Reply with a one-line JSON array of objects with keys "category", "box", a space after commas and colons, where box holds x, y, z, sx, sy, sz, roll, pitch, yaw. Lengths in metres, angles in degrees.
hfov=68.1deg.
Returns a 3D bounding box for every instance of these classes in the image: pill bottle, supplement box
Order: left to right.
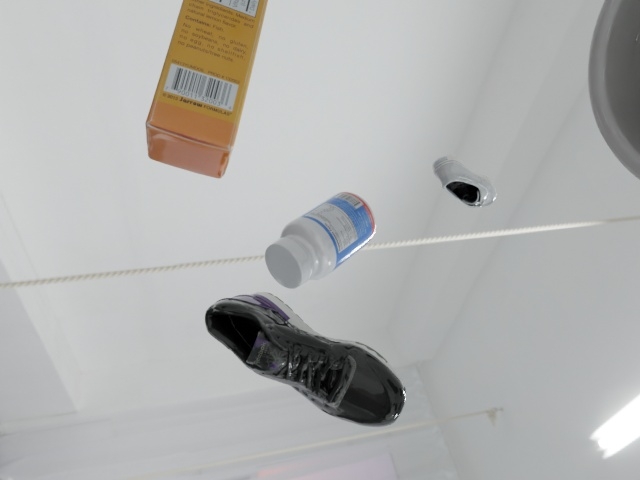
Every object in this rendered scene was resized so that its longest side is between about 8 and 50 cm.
[{"category": "supplement box", "box": [-0.099, -0.185, 0.455, 0.078, 0.080, 0.234, 143, -39, -68]}, {"category": "pill bottle", "box": [0.000, 0.000, 0.911, 0.124, 0.221, 0.124, 24, -50, 31]}]

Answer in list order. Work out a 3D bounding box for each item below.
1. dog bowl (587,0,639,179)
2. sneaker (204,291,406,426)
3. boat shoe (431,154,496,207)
[{"category": "dog bowl", "box": [0.401, -0.171, 0.395, 0.348, 0.102, 0.349, 10, -78, 56]}, {"category": "sneaker", "box": [-0.033, 0.161, 0.612, 0.124, 0.283, 0.107, 13, 100, -64]}, {"category": "boat shoe", "box": [0.266, -0.090, 0.846, 0.066, 0.184, 0.063, -27, -124, 28]}]
